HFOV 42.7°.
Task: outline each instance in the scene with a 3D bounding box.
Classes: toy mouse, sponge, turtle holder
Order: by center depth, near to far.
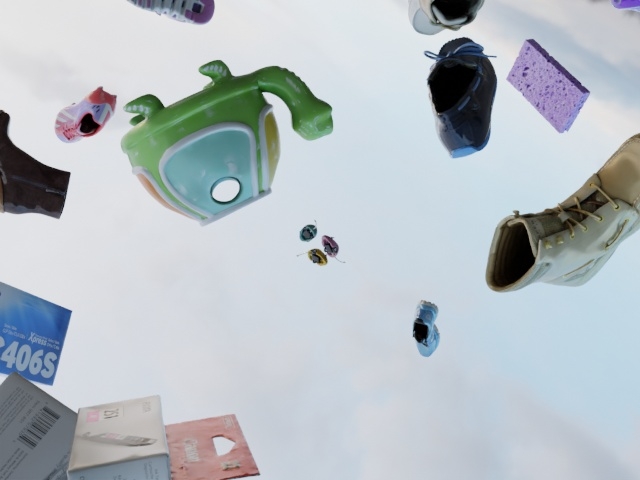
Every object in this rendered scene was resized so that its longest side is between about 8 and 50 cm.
[{"bbox_3d":[-0.162,-0.166,1.387,0.320,0.243,0.227,-28,-86,-28],"label":"turtle holder"},{"bbox_3d":[0.526,-0.360,1.905,0.031,0.117,0.210,-13,-127,-31],"label":"sponge"},{"bbox_3d":[0.000,0.000,2.032,0.161,0.143,0.031,22,-136,35],"label":"toy mouse"}]

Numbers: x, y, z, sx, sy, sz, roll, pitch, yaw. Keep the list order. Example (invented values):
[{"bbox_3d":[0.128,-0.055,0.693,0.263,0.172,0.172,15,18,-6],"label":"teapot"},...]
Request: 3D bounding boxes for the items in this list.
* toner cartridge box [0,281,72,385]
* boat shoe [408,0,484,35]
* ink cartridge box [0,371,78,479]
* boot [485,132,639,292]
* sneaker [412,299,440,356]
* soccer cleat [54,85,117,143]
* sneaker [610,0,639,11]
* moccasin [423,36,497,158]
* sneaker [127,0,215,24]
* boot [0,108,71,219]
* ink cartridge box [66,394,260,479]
[{"bbox_3d":[-0.617,0.168,1.556,0.075,0.165,0.348,3,164,19],"label":"toner cartridge box"},{"bbox_3d":[0.229,-0.439,1.492,0.113,0.103,0.302,7,167,-8],"label":"boat shoe"},{"bbox_3d":[-0.435,0.395,1.307,0.308,0.129,0.223,31,-120,8],"label":"ink cartridge box"},{"bbox_3d":[0.349,-0.035,1.126,0.204,0.262,0.095,-3,-136,-40],"label":"boot"},{"bbox_3d":[0.227,0.209,1.844,0.063,0.162,0.073,13,-134,25],"label":"sneaker"},{"bbox_3d":[-0.539,-0.262,1.843,0.083,0.248,0.095,32,-125,-32],"label":"soccer cleat"},{"bbox_3d":[0.658,-0.404,1.454,0.294,0.146,0.102,-7,-164,-8],"label":"sneaker"},{"bbox_3d":[0.262,-0.296,1.512,0.116,0.138,0.342,55,-157,-34],"label":"moccasin"},{"bbox_3d":[-0.361,-0.549,1.852,0.237,0.095,0.104,18,-178,-23],"label":"sneaker"},{"bbox_3d":[-0.703,-0.180,1.966,0.207,0.248,0.090,9,171,-12],"label":"boot"},{"bbox_3d":[-0.226,0.283,1.165,0.239,0.060,0.275,-8,-173,-12],"label":"ink cartridge box"}]
